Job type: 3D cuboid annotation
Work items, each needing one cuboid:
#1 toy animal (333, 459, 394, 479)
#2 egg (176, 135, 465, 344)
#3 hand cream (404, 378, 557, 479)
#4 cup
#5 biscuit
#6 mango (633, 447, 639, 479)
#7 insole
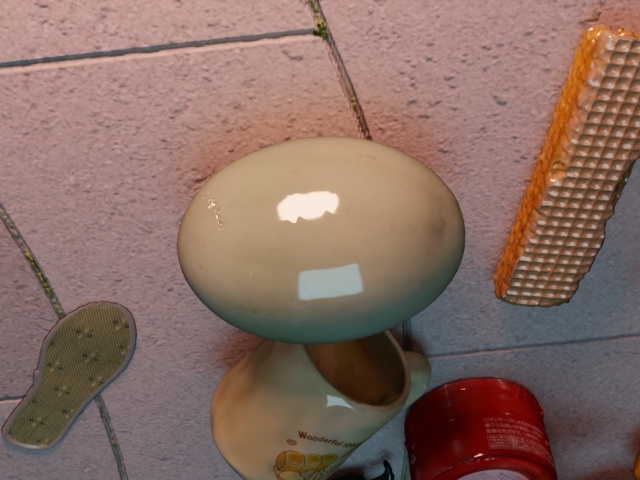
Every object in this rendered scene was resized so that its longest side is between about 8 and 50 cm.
[{"bbox_3d":[0.021,0.392,1.538,0.232,0.084,0.148,-26,130,24],"label":"toy animal"},{"bbox_3d":[0.000,0.000,1.057,0.282,0.203,0.203,-2,135,1],"label":"egg"},{"bbox_3d":[0.208,0.284,1.415,0.193,0.125,0.193,-3,133,-3],"label":"hand cream"},{"bbox_3d":[0.002,0.175,1.297,0.173,0.255,0.202,49,123,9],"label":"cup"},{"bbox_3d":[0.267,-0.065,1.117,0.094,0.054,0.379,4,135,-7],"label":"biscuit"},{"bbox_3d":[0.495,0.275,1.466,0.098,0.075,0.190,11,127,-23],"label":"mango"},{"bbox_3d":[-0.316,0.176,1.349,0.109,0.007,0.322,22,129,-23],"label":"insole"}]
